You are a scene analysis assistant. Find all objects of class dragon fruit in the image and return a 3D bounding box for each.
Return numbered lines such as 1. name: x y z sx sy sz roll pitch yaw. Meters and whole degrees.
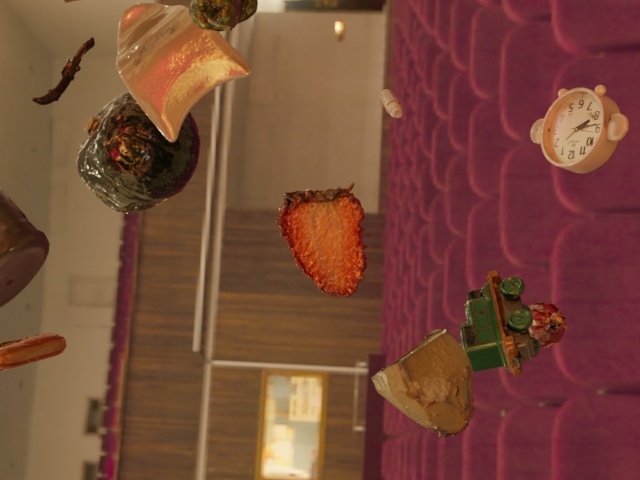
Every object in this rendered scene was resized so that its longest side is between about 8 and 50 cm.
1. dragon fruit: 0.451 0.171 1.941 0.190 0.094 0.094 -177 89 -87

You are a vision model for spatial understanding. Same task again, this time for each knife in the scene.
1. knife: -0.585 -0.390 2.268 0.222 0.045 0.021 -56 16 -24

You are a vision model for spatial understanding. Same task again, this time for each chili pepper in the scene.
1. chili pepper: -0.141 -0.321 1.330 0.204 0.073 0.072 -62 -43 -71

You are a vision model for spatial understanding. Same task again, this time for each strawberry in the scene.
1. strawberry: -0.001 -0.003 1.793 0.087 0.167 0.208 -138 46 -73

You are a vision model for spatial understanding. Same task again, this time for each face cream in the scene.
1. face cream: 0.151 -0.285 2.046 0.130 0.034 0.034 -106 15 -66

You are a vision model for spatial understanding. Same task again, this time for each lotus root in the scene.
1. lotus root: 0.171 0.207 1.403 0.143 0.144 0.070 -40 0 -37

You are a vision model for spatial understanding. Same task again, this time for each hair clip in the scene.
1. hair clip: -0.245 -0.299 1.576 0.113 0.172 0.282 48 -178 -37

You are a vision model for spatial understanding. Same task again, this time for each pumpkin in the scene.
1. pumpkin: -0.405 -0.222 2.269 0.197 0.263 0.293 -21 46 48

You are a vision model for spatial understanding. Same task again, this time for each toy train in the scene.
1. toy train: 0.310 0.148 1.724 0.227 0.136 0.091 -95 -14 -49

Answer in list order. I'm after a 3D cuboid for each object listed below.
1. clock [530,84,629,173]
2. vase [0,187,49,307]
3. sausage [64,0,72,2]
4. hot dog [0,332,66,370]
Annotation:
1. clock: 0.484 -0.204 1.803 0.229 0.063 0.155 4 80 55
2. vase: -0.591 -0.037 1.553 0.245 0.291 0.245 -47 -10 -11
3. sausage: -0.409 -0.575 2.069 0.066 0.301 0.066 158 90 -80
4. hot dog: -0.656 0.243 2.130 0.236 0.092 0.062 -12 -89 -63
